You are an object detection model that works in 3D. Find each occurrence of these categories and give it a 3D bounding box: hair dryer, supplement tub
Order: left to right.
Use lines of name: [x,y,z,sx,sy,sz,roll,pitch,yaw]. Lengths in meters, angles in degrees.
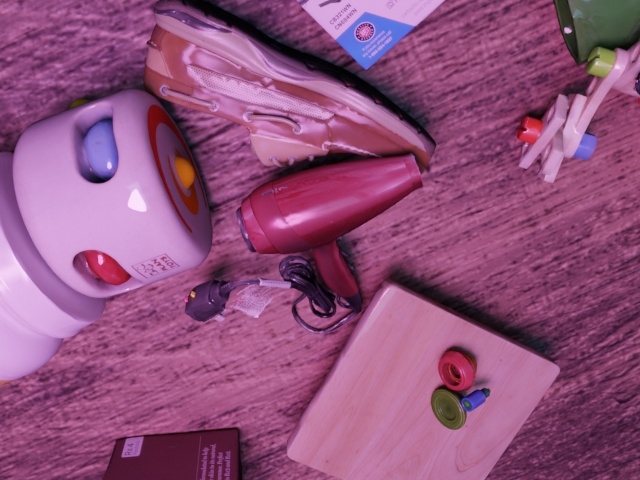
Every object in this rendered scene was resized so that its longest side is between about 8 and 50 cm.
supplement tub: [-0.409,0.065,0.677,0.316,0.228,0.228,-26,110,2]
hair dryer: [0.000,0.000,0.737,0.223,0.080,0.293,10,139,-38]

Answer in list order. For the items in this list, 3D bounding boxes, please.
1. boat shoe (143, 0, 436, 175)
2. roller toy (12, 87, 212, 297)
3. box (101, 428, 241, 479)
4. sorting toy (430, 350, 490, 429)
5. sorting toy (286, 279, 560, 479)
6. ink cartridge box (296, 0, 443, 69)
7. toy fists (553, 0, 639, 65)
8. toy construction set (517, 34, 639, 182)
boat shoe: [-0.037,-0.143,0.719,0.323,0.122,0.120,26,109,-6]
roller toy: [-0.196,-0.047,0.678,0.146,0.191,0.209,-18,107,5]
box: [-0.180,0.377,0.842,0.166,0.168,0.203,-3,110,-5]
sorting toy: [0.169,0.175,0.788,0.042,0.061,0.102,-18,123,-37]
sorting toy: [0.123,0.198,0.860,0.255,0.089,0.257,26,104,-15]
ink cartridge box: [0.029,-0.297,0.652,0.203,0.086,0.148,40,131,-18]
toy fists: [0.302,-0.322,0.680,0.142,0.096,0.279,-20,127,14]
toy construction set: [0.392,-0.138,0.736,0.327,0.215,0.151,3,82,-2]
